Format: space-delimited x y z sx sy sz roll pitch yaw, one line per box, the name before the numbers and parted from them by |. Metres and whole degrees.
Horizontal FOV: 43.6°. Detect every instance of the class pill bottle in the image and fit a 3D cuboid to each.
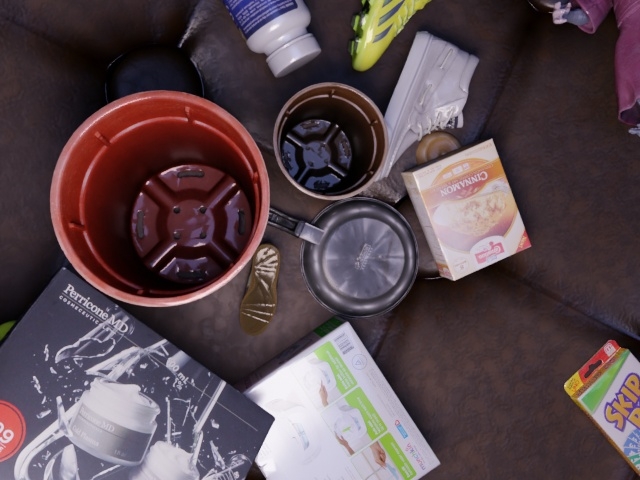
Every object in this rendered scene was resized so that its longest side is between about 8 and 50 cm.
pill bottle | -0.080 -0.353 1.230 0.112 0.112 0.187 -30 92 -7

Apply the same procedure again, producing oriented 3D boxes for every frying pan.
frying pan | 0.023 -0.019 1.274 0.197 0.053 0.326 -44 98 -7

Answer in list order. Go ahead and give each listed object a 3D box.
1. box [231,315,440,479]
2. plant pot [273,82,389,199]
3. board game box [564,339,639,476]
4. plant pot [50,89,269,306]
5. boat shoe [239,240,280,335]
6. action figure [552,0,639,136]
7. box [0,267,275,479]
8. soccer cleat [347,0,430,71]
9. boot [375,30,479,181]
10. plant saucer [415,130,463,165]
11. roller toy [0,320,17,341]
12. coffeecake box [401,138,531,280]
box | 0.010 0.289 1.222 0.231 0.127 0.262 -34 94 -7
plant pot | 0.005 -0.138 1.211 0.166 0.165 0.167 0 88 -8
board game box | 0.535 0.300 1.344 0.124 0.039 0.259 -42 92 -7
plant pot | -0.201 -0.039 1.119 0.272 0.265 0.273 0 83 -1
boat shoe | -0.090 0.074 1.252 0.056 0.049 0.152 15 106 -1
action figure | 0.541 -0.372 1.279 0.275 0.248 0.370 16 58 -39
box | -0.288 0.269 0.986 0.343 0.179 0.312 38 54 -14
soccer cleat | 0.134 -0.396 1.272 0.121 0.093 0.289 23 86 -14
boot | 0.167 -0.199 1.268 0.123 0.095 0.258 21 85 0
plant saucer | 0.199 -0.139 1.313 0.083 0.015 0.083 0 89 -8
roller toy | -0.447 0.234 1.151 0.209 0.146 0.191 -34 89 2
coffeecake box | 0.233 -0.050 1.281 0.142 0.068 0.186 -24 99 -8
